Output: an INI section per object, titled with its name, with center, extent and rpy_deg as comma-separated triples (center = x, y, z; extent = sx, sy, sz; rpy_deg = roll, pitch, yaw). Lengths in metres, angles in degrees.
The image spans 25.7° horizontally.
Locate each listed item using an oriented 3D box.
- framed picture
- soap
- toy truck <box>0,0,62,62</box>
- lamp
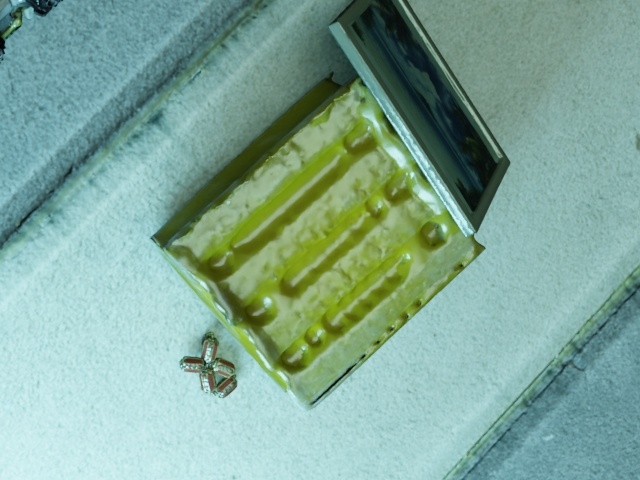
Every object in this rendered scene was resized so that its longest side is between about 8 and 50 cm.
[framed picture]
center = 0.133, -0.179, 1.781
extent = 0.024, 0.232, 0.315
rpy_deg = -29, 104, 29
[soap]
center = 0.000, 0.000, 1.783
extent = 0.335, 0.156, 0.293
rpy_deg = -44, 110, -9
[toy truck]
center = -0.380, -0.289, 1.647
extent = 0.136, 0.111, 0.286
rpy_deg = 38, 75, 12
[lamp]
center = -0.139, 0.167, 1.824
extent = 0.063, 0.031, 0.083
rpy_deg = -42, 110, -7
